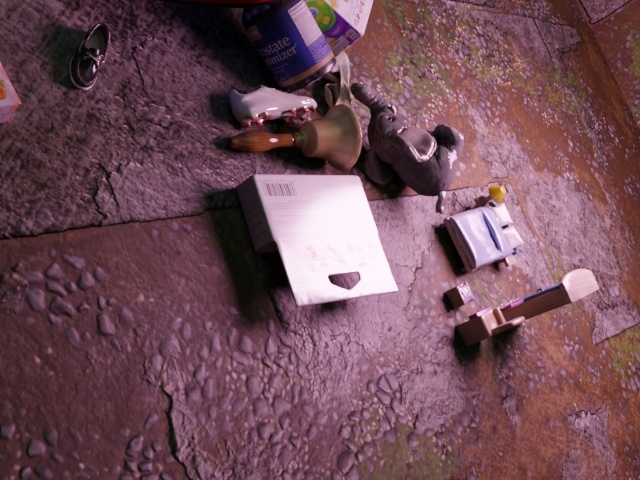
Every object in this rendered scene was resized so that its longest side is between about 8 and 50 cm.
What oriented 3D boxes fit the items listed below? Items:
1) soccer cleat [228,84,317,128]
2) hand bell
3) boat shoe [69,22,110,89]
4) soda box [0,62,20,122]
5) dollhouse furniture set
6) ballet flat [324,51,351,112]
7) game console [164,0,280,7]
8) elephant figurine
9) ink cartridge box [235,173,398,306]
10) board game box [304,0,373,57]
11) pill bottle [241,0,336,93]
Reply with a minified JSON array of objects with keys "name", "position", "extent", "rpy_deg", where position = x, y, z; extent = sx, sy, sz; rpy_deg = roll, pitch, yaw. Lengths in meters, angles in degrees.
[{"name":"soccer cleat","position":[-0.084,-0.256,1.480],"extent":[0.196,0.068,0.076],"rpy_deg":[-15,75,-45]},{"name":"hand bell","position":[-0.058,-0.185,1.453],"extent":[0.242,0.126,0.126],"rpy_deg":[-7,72,-34]},{"name":"boat shoe","position":[-0.358,-0.290,1.249],"extent":[0.046,0.038,0.125],"rpy_deg":[31,48,-28]},{"name":"soda box","position":[-0.483,-0.246,1.086],"extent":[0.063,0.058,0.183],"rpy_deg":[-23,83,-48]},{"name":"dollhouse furniture set","position":[0.389,0.021,1.681],"extent":[0.286,0.198,0.304],"rpy_deg":[-14,77,-48]},{"name":"ballet flat","position":[0.033,-0.326,1.643],"extent":[0.052,0.057,0.168],"rpy_deg":[11,59,-29]},{"name":"game console","position":[-0.170,-0.449,1.319],"extent":[0.342,0.386,0.060],"rpy_deg":[-37,134,-52]},{"name":"elephant figurine","position":[0.160,-0.190,1.631],"extent":[0.239,0.169,0.186],"rpy_deg":[15,21,-32]},{"name":"ink cartridge box","position":[0.000,0.000,1.416],"extent":[0.275,0.060,0.239],"rpy_deg":[-4,71,-46]},{"name":"board game box","position":[-0.047,-0.503,1.600],"extent":[0.275,0.142,0.144],"rpy_deg":[37,46,-24]},{"name":"pill bottle","position":[-0.072,-0.399,1.499],"extent":[0.219,0.122,0.123],"rpy_deg":[58,40,-21]}]
